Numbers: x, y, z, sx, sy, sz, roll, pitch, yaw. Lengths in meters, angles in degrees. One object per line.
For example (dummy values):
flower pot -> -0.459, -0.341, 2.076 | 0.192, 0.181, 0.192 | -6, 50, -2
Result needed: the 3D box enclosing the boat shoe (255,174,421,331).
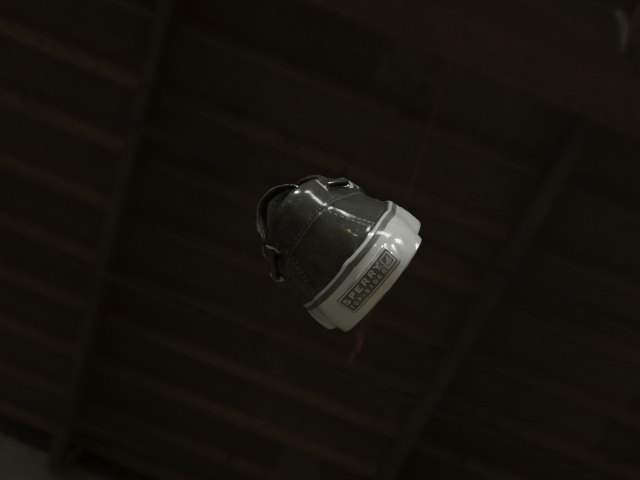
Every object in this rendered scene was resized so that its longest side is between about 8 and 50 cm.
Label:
boat shoe -> 0.000, 0.000, 0.809 | 0.076, 0.228, 0.080 | 39, -86, -1
